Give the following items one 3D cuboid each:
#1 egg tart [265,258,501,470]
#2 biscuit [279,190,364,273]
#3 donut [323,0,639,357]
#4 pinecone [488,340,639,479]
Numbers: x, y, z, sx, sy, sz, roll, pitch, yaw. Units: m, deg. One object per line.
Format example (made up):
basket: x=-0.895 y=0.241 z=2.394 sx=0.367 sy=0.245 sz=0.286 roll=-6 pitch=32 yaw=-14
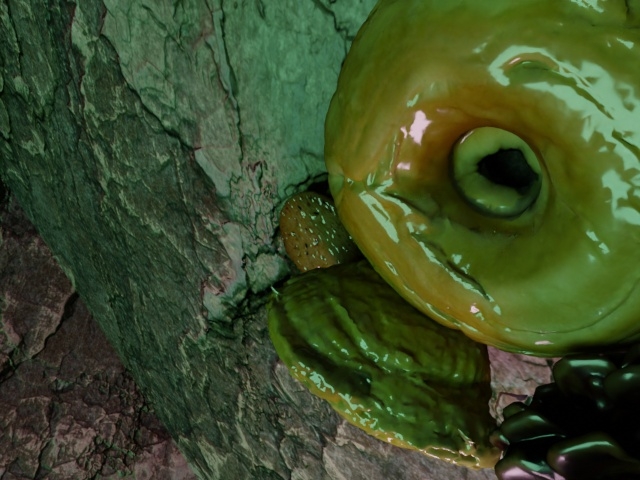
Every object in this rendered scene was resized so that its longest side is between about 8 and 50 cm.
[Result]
egg tart: x=0.089 y=0.127 z=0.663 sx=0.340 sy=0.351 sz=0.153 roll=28 pitch=107 yaw=-7
biscuit: x=0.001 y=-0.001 z=0.856 sx=0.188 sy=0.027 sz=0.187 roll=25 pitch=131 yaw=33
donut: x=0.196 y=-0.076 z=0.494 sx=0.449 sy=0.198 sz=0.448 roll=21 pitch=127 yaw=32
pinecone: x=0.351 y=0.271 z=0.406 sx=0.398 sy=0.398 sz=0.397 roll=24 pitch=130 yaw=32
